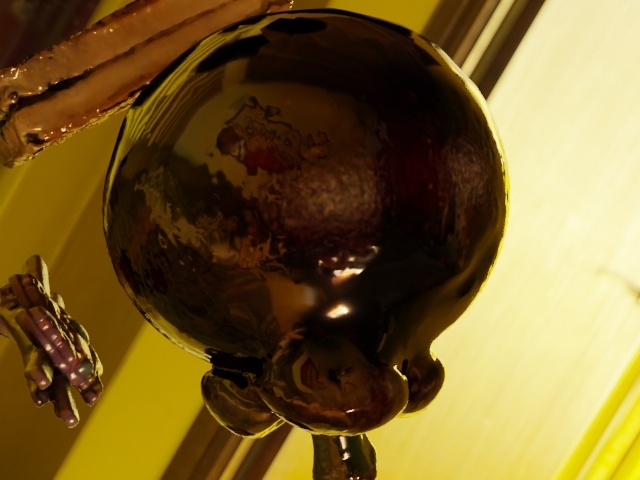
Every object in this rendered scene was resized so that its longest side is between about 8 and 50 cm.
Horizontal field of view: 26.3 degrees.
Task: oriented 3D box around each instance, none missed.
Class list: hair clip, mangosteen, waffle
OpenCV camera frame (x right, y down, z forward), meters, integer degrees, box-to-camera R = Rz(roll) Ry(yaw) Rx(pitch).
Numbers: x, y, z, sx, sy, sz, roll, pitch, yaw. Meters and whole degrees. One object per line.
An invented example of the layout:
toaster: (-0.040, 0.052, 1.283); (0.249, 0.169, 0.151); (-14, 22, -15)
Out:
hair clip: (-0.273, 0.084, 1.330); (0.278, 0.090, 0.137); (30, -30, 60)
mangosteen: (-0.010, -0.010, 0.960); (0.297, 0.297, 0.314); (28, 44, -28)
waffle: (-0.194, -0.184, 1.389); (0.091, 0.308, 0.213); (61, -18, -8)
